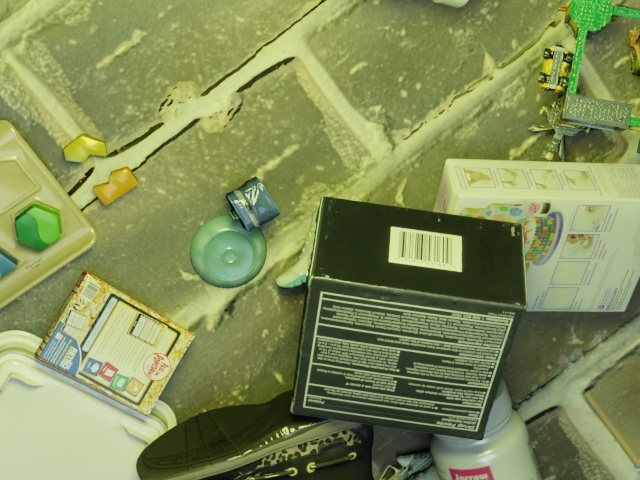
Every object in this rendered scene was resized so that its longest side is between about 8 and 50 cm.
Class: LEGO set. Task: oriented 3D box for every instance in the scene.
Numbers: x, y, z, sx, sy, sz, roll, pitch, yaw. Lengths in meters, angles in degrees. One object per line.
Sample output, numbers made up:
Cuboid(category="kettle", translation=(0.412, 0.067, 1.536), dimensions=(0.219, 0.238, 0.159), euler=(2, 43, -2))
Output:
Cuboid(category="LEGO set", translation=(0.483, -0.237, 1.788), dimensions=(0.331, 0.192, 0.255), euler=(3, 89, 3))

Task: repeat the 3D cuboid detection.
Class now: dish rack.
Cuboid(category="dish rack", translation=(-0.418, 0.324, 1.851), dimensions=(0.332, 0.072, 0.286), euler=(30, 100, -18))

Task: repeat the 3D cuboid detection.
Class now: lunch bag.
Cuboid(category="lunch bag", translation=(-0.105, -0.051, 1.762), dimensions=(0.065, 0.098, 0.067), euler=(-32, 96, -3))

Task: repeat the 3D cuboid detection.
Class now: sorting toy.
Cuboid(category="sorting toy", translation=(-0.435, -0.055, 1.737), dimensions=(0.307, 0.041, 0.229), euler=(-34, 110, 2))

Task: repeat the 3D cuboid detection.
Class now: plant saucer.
Cuboid(category="plant saucer", translation=(-0.140, 0.020, 1.823), dimensions=(0.119, 0.021, 0.119), euler=(-3, 108, -8))

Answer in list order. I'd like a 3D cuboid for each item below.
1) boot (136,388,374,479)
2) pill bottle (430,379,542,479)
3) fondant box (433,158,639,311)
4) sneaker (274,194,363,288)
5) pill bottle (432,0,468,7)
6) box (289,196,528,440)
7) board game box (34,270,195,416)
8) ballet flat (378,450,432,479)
Cuboid(category="boot", translation=(-0.076, 0.390, 1.876), dimensions=(0.377, 0.138, 0.284), euler=(-19, 121, -10))
Cuboid(category="pill bottle", translation=(0.271, 0.368, 1.934), dimensions=(0.160, 0.160, 0.283), euler=(-20, 110, -3))
Cuboid(category="fondant box", translation=(0.333, -0.003, 1.812), dimensions=(0.330, 0.096, 0.238), euler=(0, 133, -11))
Cuboid(category="sneaker", translation=(0.000, 0.000, 1.825), dimensions=(0.190, 0.071, 0.083), euler=(-37, 97, 1))
Cuboid(category="pill bottle", translation=(0.082, -0.426, 1.640), dimensions=(0.283, 0.161, 0.161), euler=(14, 105, -14))
Cuboid(category="box", translation=(0.119, 0.115, 1.716), dimensions=(0.296, 0.183, 0.294), euler=(9, 132, 0))
Cuboid(category="board game box", translation=(-0.310, 0.157, 1.805), dimensions=(0.193, 0.045, 0.147), euler=(33, 82, -18))
Cuboid(category="ballet flat", translation=(0.134, 0.382, 1.981), dimensions=(0.114, 0.041, 0.041), euler=(-43, 110, 5))
